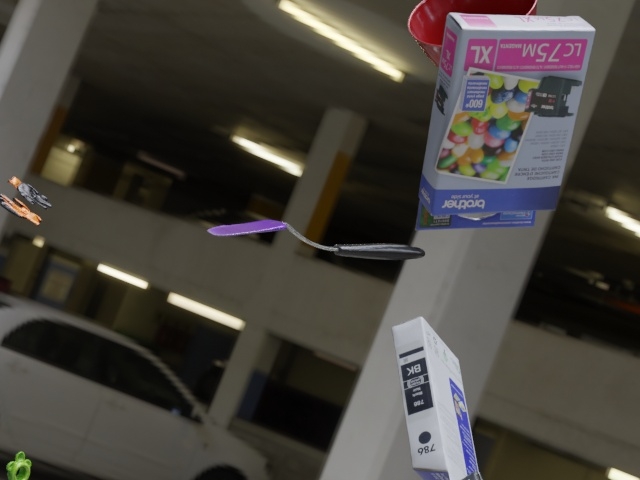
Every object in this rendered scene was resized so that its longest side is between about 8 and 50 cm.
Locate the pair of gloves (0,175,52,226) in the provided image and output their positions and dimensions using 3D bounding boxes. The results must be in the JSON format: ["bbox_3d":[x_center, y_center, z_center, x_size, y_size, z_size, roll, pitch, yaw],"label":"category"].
[{"bbox_3d":[-0.433,-0.056,1.779,0.074,0.010,0.083,35,27,-11],"label":"pair of gloves"}]

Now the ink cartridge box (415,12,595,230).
[{"bbox_3d":[0.234,-0.139,1.586,0.185,0.311,0.065,-2,33,-16],"label":"ink cartridge box"}]

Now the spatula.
[{"bbox_3d":[0.000,0.000,1.579,0.296,0.030,0.084,10,4,-20],"label":"spatula"}]

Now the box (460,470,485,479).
[{"bbox_3d":[0.088,0.354,1.093,0.184,0.261,0.103,51,7,-32],"label":"box"}]

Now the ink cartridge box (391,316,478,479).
[{"bbox_3d":[0.191,0.301,1.944,0.065,0.333,0.165,-22,-42,17],"label":"ink cartridge box"}]

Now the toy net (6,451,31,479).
[{"bbox_3d":[-0.406,0.378,1.499,0.045,0.232,0.122,10,16,35],"label":"toy net"}]

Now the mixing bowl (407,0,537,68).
[{"bbox_3d":[0.220,-0.278,1.673,0.181,0.181,0.098,17,-37,42],"label":"mixing bowl"}]
